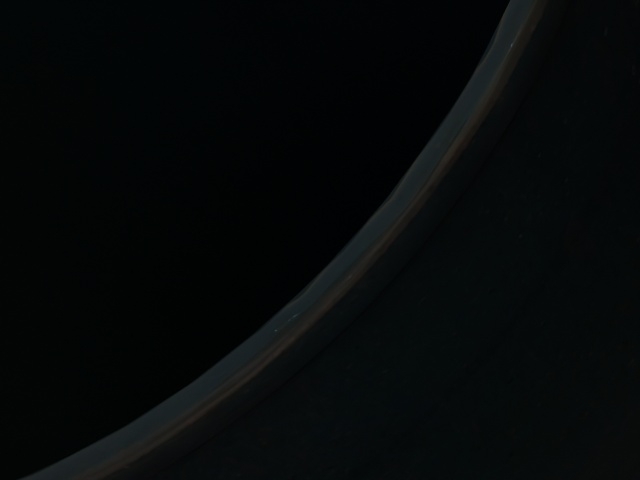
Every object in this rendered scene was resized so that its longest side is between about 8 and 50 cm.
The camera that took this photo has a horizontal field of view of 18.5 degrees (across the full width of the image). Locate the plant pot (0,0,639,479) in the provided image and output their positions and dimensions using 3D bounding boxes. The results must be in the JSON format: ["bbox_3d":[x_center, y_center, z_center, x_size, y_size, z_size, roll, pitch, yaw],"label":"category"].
[{"bbox_3d":[0.000,0.000,0.514,0.272,0.255,0.271,-18,51,25],"label":"plant pot"}]
